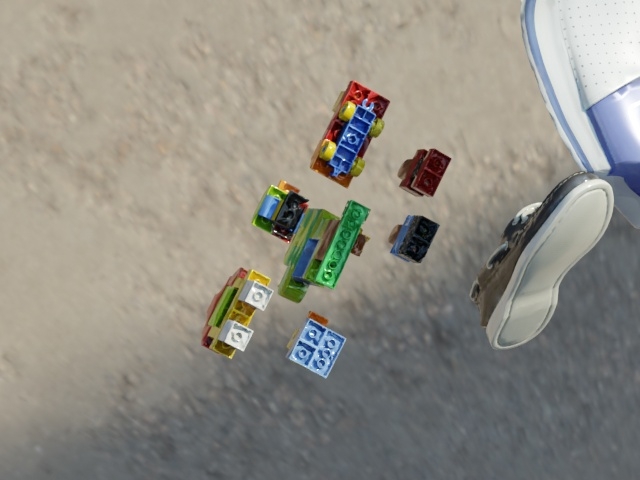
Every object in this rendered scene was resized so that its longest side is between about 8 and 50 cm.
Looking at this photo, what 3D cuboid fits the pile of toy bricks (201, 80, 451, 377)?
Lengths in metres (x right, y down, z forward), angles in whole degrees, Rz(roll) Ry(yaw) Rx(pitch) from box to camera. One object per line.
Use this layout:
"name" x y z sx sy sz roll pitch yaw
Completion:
"pile of toy bricks" 0.000 0.000 1.201 0.118 0.105 0.212 29 83 -17

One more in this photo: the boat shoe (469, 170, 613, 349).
"boat shoe" 0.107 0.004 0.830 0.046 0.125 0.038 -13 56 -24

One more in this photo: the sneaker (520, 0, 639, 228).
"sneaker" 0.228 -0.183 1.092 0.182 0.127 0.315 -19 63 24
